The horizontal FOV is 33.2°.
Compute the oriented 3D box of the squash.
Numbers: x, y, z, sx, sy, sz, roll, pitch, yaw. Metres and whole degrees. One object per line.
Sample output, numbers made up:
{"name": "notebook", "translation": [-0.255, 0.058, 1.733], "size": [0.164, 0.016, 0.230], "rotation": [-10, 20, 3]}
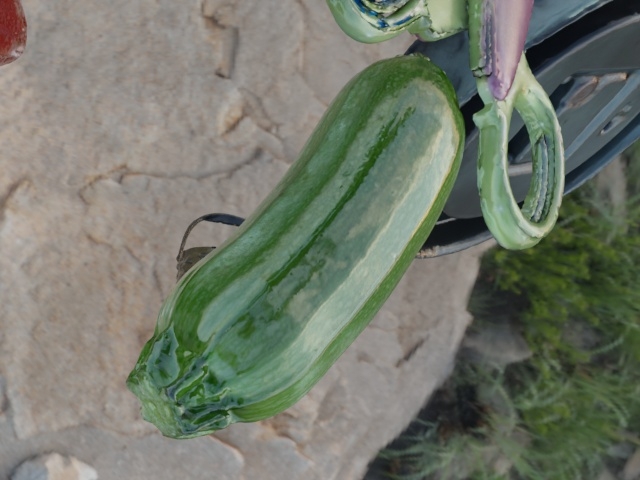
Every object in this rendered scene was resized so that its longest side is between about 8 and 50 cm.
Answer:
{"name": "squash", "translation": [0.000, 0.000, 0.475], "size": [0.077, 0.068, 0.219], "rotation": [46, 63, -10]}

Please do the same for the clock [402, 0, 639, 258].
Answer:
{"name": "clock", "translation": [0.169, -0.108, 0.817], "size": [0.325, 0.325, 0.067], "rotation": [-22, 66, -26]}

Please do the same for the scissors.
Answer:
{"name": "scissors", "translation": [0.061, -0.099, 0.372], "size": [0.133, 0.020, 0.187], "rotation": [51, 46, -28]}

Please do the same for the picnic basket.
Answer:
{"name": "picnic basket", "translation": [-0.078, 0.016, 0.854], "size": [0.072, 0.072, 0.083], "rotation": [32, 56, -31]}

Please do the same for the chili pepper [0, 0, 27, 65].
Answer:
{"name": "chili pepper", "translation": [-0.262, -0.172, 0.672], "size": [0.144, 0.253, 0.136], "rotation": [34, 96, 5]}
